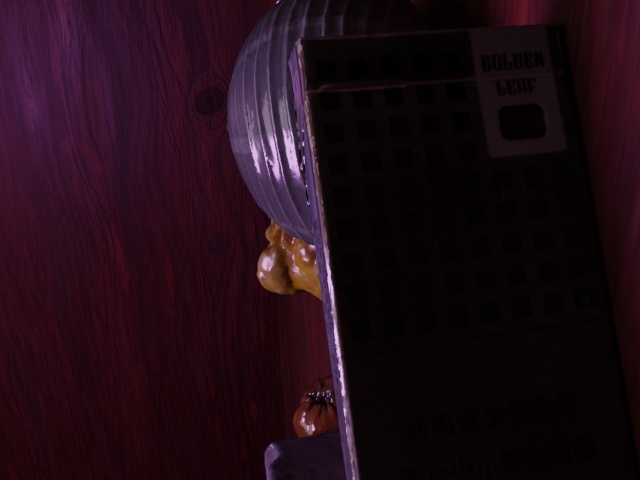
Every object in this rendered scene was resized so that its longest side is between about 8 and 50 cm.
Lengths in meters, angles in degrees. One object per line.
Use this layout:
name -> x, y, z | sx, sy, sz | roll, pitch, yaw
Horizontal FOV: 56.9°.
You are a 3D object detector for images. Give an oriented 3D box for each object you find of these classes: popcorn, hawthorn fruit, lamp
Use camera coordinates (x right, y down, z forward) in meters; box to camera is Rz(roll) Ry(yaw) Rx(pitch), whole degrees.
popcorn -> 0.000, 0.000, 0.837 | 0.200, 0.203, 0.226 | -83, -31, -89
hawthorn fruit -> 0.041, 0.324, 1.064 | 0.189, 0.149, 0.149 | 35, -153, -37
lamp -> 0.016, -0.122, 0.576 | 0.233, 0.233, 0.265 | -146, 48, -77

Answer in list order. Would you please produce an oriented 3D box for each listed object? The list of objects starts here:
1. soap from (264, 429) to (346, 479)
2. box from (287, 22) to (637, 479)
soap -> 0.047, 0.495, 0.825 | 0.435, 0.213, 0.350 | -115, 19, -62
box -> 0.089, 0.024, 0.381 | 0.047, 0.180, 0.324 | 136, 127, -79
